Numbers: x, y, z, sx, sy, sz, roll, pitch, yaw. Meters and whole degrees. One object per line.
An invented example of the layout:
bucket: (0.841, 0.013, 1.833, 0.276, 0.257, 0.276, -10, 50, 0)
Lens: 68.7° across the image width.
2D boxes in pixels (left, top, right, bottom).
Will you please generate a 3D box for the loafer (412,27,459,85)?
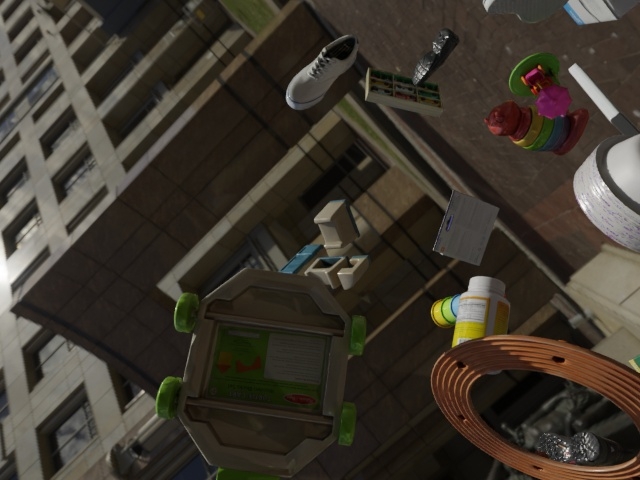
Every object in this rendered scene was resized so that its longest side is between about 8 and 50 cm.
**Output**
loafer: (0.328, -0.508, 1.323, 0.061, 0.170, 0.062, 8, -135, -36)

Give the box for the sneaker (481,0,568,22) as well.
sneaker: (0.503, -0.635, 1.162, 0.321, 0.126, 0.127, -13, -103, -39)

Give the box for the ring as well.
ring: (0.324, 0.247, 0.664, 0.336, 0.336, 0.032, 45, -130, -7)

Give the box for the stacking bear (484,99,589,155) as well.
stacking bear: (0.708, -0.393, 1.584, 0.289, 0.164, 0.175, 9, -164, -9)

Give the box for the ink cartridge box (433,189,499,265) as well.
ink cartridge box: (0.496, -0.043, 1.626, 0.224, 0.223, 0.045, 17, -176, -26)

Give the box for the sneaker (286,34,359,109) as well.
sneaker: (0.003, -0.448, 1.217, 0.094, 0.258, 0.091, 37, 161, 6)

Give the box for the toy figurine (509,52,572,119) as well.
toy figurine: (0.590, -0.371, 1.208, 0.173, 0.130, 0.159, 28, -139, -36)

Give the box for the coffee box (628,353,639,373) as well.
coffee box: (0.824, 0.285, 1.073, 0.113, 0.040, 0.184, 60, 151, 24)

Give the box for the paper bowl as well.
paper bowl: (0.715, -0.118, 1.000, 0.284, 0.284, 0.148, 49, 152, 23)

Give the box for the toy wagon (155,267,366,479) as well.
toy wagon: (-0.083, 0.214, 0.645, 0.267, 0.344, 0.068, 7, 165, 3)

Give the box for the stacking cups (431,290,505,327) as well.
stacking cups: (0.441, 0.189, 1.393, 0.096, 0.096, 0.316, 47, 157, 5)

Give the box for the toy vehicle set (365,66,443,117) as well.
toy vehicle set: (0.289, -0.516, 1.625, 0.267, 0.035, 0.166, 11, -132, -7)

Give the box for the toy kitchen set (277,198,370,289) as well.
toy kitchen set: (0.000, 0.000, 0.968, 0.122, 0.207, 0.166, -43, -61, -43)

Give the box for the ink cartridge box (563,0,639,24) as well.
ink cartridge box: (0.847, -0.746, 1.326, 0.129, 0.223, 0.307, 46, -158, -10)

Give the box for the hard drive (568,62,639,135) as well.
hard drive: (0.970, -0.459, 1.584, 0.203, 0.040, 0.307, 24, -140, -30)

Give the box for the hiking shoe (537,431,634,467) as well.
hiking shoe: (0.604, 0.499, 1.088, 0.114, 0.086, 0.227, 16, 154, -5)

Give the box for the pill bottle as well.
pill bottle: (0.383, 0.199, 1.115, 0.117, 0.215, 0.117, 14, 160, 5)
